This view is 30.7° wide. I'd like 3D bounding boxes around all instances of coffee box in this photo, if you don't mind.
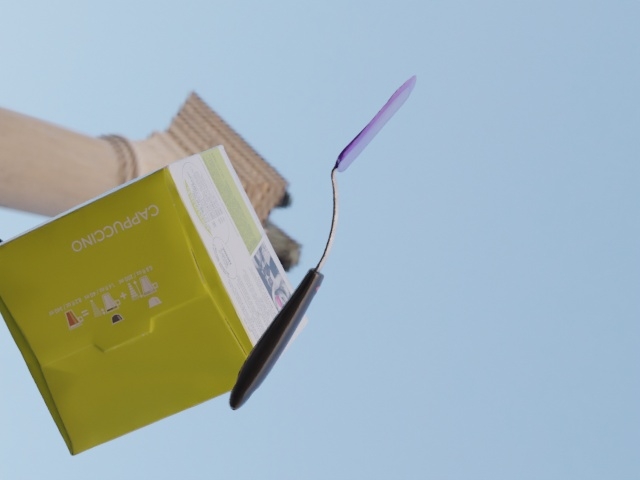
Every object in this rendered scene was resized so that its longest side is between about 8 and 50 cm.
[{"bbox_3d":[-0.264,0.079,1.813,0.337,0.334,0.338,-24,-85,13],"label":"coffee box"}]

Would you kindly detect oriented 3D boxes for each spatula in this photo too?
[{"bbox_3d":[0.000,0.000,0.910,0.030,0.084,0.296,25,-93,4],"label":"spatula"}]

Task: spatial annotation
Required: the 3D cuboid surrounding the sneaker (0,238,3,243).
[{"bbox_3d":[-0.582,0.038,1.963,0.094,0.208,0.081,-41,-139,10],"label":"sneaker"}]
